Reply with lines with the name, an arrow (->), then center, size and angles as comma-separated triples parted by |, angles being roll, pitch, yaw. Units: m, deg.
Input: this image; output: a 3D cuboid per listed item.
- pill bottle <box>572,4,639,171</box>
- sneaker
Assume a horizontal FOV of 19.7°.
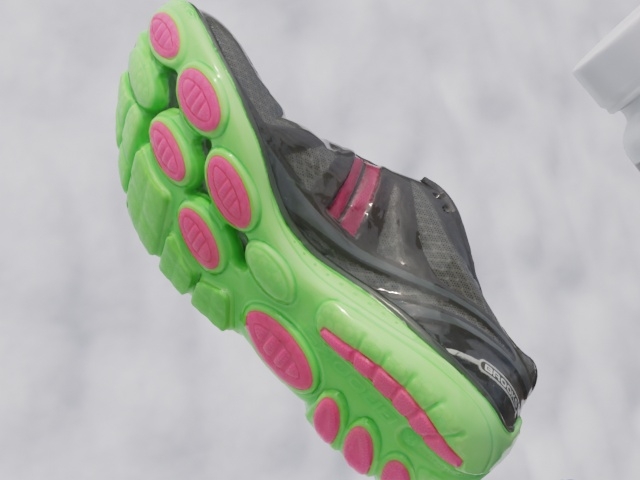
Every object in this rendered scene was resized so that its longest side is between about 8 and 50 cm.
pill bottle -> 0.339, -0.072, 1.429 | 0.283, 0.161, 0.161 | 47, 27, 0
sneaker -> 0.000, 0.000, 1.580 | 0.483, 0.185, 0.202 | 53, 41, 6
